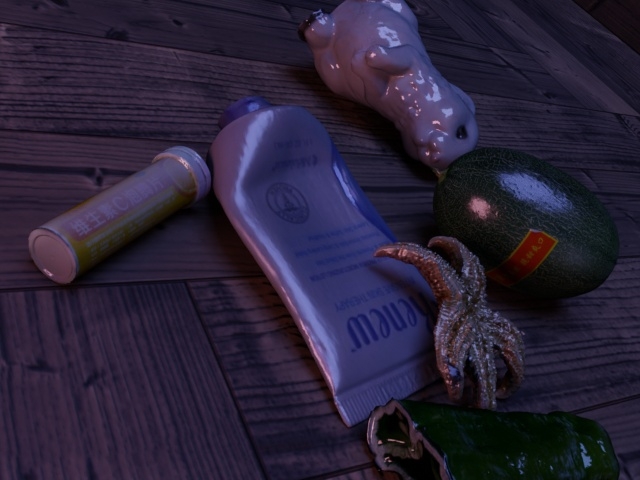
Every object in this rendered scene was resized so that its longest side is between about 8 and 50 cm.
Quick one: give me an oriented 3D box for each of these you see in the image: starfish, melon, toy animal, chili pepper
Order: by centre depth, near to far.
[{"bbox_3d":[0.193,0.215,0.694,0.270,0.136,0.099,13,83,-27],"label":"chili pepper"},{"bbox_3d":[0.158,0.081,0.815,0.216,0.071,0.238,37,35,-26],"label":"starfish"},{"bbox_3d":[0.274,-0.028,0.979,0.287,0.182,0.182,31,36,0],"label":"melon"},{"bbox_3d":[0.134,-0.269,1.205,0.357,0.194,0.258,51,14,4],"label":"toy animal"}]

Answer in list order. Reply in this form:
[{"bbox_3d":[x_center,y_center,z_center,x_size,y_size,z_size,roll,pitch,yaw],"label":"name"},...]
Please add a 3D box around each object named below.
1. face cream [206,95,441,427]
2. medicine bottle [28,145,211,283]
[{"bbox_3d":[0.000,0.000,0.846,0.235,0.137,0.420,-14,65,-45],"label":"face cream"},{"bbox_3d":[-0.208,-0.031,0.756,0.074,0.074,0.218,35,38,8],"label":"medicine bottle"}]
